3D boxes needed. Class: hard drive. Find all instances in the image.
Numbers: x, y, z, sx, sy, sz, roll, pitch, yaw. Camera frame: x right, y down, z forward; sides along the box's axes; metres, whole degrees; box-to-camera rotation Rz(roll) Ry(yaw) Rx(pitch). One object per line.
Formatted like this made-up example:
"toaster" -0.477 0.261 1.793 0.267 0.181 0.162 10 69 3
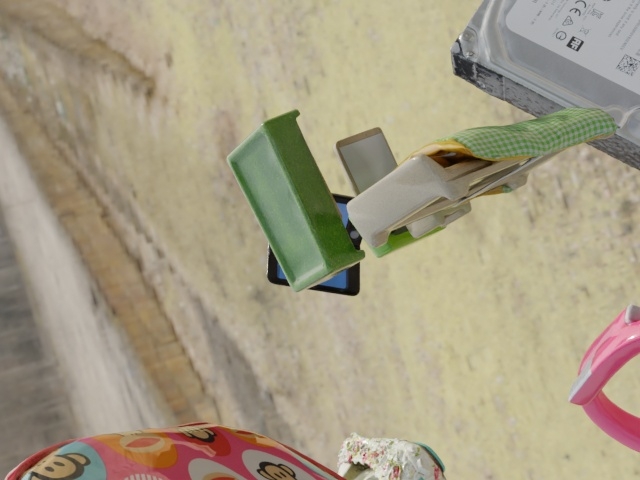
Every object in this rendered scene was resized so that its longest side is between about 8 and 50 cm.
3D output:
"hard drive" 0.332 -0.196 1.185 0.339 0.237 0.064 32 168 19

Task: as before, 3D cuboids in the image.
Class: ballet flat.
"ballet flat" 0.058 0.259 1.303 0.091 0.077 0.241 48 160 -1

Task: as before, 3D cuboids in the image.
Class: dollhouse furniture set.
"dollhouse furniture set" 0.081 -0.088 1.063 0.301 0.197 0.151 -33 80 59

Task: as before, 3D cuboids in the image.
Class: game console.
"game console" 0.000 0.000 1.481 0.071 0.122 0.107 -108 31 -60

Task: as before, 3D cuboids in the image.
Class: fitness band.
"fitness band" 0.402 0.161 1.325 0.291 0.209 0.054 112 177 -55

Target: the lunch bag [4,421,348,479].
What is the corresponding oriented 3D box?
"lunch bag" -0.026 0.208 0.674 0.258 0.293 0.120 25 96 24
